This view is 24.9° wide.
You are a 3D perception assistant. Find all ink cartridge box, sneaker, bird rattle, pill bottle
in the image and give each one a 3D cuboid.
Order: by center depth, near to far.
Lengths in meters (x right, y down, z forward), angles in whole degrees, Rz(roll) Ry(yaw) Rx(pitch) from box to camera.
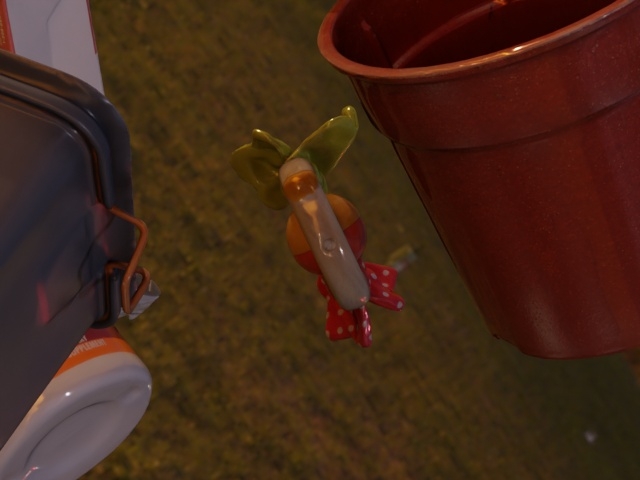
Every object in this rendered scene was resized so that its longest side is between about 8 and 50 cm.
[{"bbox_3d":[-0.233,-0.146,0.991,0.198,0.067,0.115,25,-49,42],"label":"ink cartridge box"},{"bbox_3d":[0.000,0.000,1.482,0.207,0.143,0.254,-89,163,-81],"label":"bird rattle"},{"bbox_3d":[-0.383,0.079,1.606,0.392,0.224,0.224,47,10,20],"label":"pill bottle"},{"bbox_3d":[-0.271,0.073,1.809,0.152,0.061,0.054,11,35,-44],"label":"sneaker"}]

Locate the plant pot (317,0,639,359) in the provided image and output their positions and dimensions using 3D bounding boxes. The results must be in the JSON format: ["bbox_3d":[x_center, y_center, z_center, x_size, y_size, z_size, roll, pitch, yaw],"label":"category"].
[{"bbox_3d":[0.172,-0.075,1.043,0.272,0.272,0.265,-98,166,-62],"label":"plant pot"}]

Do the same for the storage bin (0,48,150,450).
[{"bbox_3d":[-0.115,0.014,0.492,0.135,0.098,0.091,98,15,-56],"label":"storage bin"}]
